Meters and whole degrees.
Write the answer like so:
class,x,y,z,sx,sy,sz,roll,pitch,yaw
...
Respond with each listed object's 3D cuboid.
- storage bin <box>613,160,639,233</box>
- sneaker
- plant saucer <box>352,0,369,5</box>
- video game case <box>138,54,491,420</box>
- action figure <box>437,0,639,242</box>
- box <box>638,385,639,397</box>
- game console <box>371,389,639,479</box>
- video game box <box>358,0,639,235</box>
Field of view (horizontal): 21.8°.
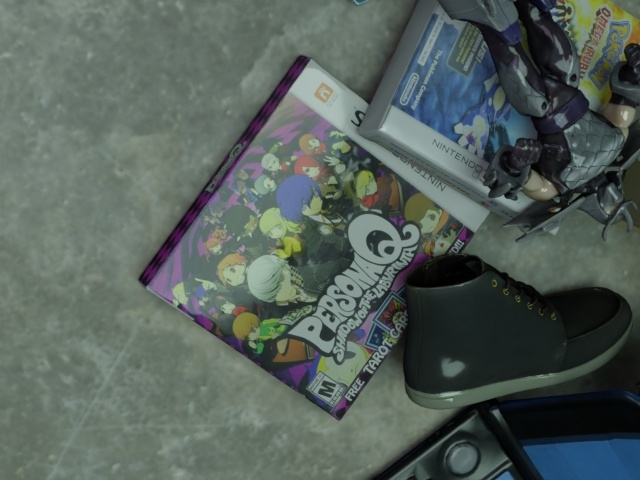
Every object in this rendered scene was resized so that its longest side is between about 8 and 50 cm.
class,x,y,z,sx,sy,sz,roll,pitch,yaw
storage bin,0.419,-0.092,1.442,0.260,0.123,0.262,16,96,-19
sneaker,0.172,0.057,1.398,0.222,0.083,0.118,-18,120,-24
plant saucer,0.021,-0.290,1.339,0.067,0.018,0.192,-26,108,-11
video game case,0.000,0.000,1.379,0.210,0.042,0.232,37,89,-19
action figure,0.179,-0.121,1.307,0.185,0.099,0.285,-41,110,-29
box,0.418,0.129,1.437,0.293,0.057,0.201,-16,148,-4
game console,0.209,0.288,1.431,0.250,0.173,0.293,-37,108,-7
video game box,0.154,-0.134,1.373,0.187,0.048,0.205,29,79,-23
